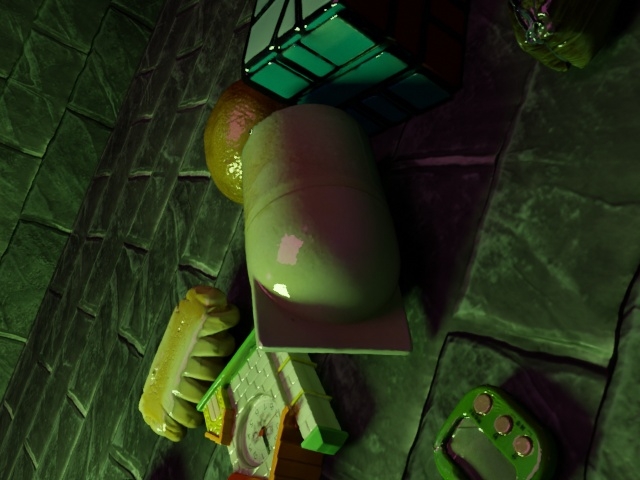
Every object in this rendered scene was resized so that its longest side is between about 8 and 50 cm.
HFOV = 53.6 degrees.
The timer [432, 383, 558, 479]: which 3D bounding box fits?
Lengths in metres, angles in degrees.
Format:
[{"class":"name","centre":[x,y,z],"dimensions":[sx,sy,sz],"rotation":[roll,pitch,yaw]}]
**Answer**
[{"class":"timer","centre":[0.198,0.243,0.724],"dimensions":[0.128,0.047,0.140],"rotation":[-58,34,9]}]

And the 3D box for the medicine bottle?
[{"class":"medicine bottle","centre":[0.000,0.000,0.984],"dimensions":[0.235,0.235,0.406],"rotation":[-42,39,32]}]

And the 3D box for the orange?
[{"class":"orange","centre":[-0.113,-0.193,1.260],"dimensions":[0.264,0.264,0.264],"rotation":[-33,45,40]}]

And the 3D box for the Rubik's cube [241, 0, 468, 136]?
[{"class":"Rubik's cube","centre":[0.061,-0.381,1.102],"dimensions":[0.288,0.283,0.294],"rotation":[-18,54,47]}]

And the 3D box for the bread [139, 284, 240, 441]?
[{"class":"bread","centre":[-0.257,0.247,1.294],"dimensions":[0.173,0.121,0.311],"rotation":[20,86,54]}]

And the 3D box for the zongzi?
[{"class":"zongzi","centre":[0.305,-0.390,0.894],"dimensions":[0.300,0.138,0.286],"rotation":[31,100,57]}]

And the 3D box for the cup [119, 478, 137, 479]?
[{"class":"cup","centre":[-0.384,0.595,1.190],"dimensions":[0.289,0.219,0.258],"rotation":[-25,34,3]}]

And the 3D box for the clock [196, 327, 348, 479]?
[{"class":"clock","centre":[-0.081,0.297,1.027],"dimensions":[0.220,0.106,0.255],"rotation":[-54,35,18]}]
